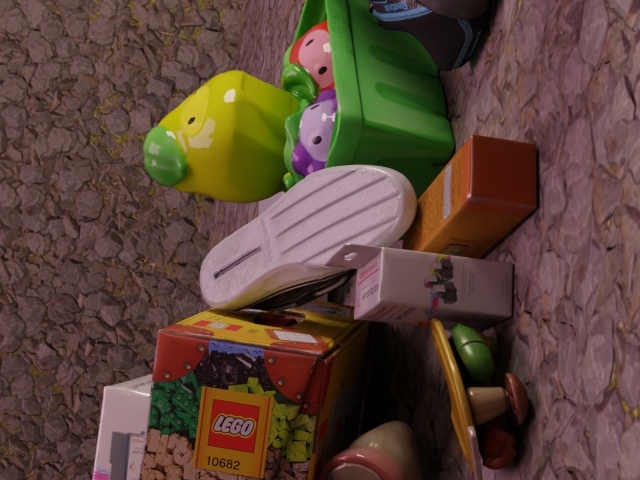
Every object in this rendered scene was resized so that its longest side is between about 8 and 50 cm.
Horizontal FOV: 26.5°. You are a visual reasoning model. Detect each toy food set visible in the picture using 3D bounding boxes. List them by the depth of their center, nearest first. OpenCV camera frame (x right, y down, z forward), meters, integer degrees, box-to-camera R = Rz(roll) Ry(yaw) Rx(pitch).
[{"bbox_3d":[0.167,0.159,1.360,0.218,0.071,0.128,-104,0,-56],"label":"toy food set"}]

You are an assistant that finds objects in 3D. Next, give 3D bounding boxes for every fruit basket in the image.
[{"bbox_3d":[-0.041,-0.165,1.787,0.392,0.392,0.283,-96,18,-46],"label":"fruit basket"}]

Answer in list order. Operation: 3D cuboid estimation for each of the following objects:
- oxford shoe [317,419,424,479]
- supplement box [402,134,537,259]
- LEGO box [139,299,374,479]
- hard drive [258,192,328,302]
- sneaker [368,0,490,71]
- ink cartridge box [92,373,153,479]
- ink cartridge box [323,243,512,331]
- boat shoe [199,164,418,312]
[{"bbox_3d":[0.074,0.399,1.583,0.146,0.140,0.397,-36,-44,-57],"label":"oxford shoe"},{"bbox_3d":[0.157,-0.032,1.472,0.233,0.078,0.080,125,150,-64],"label":"supplement box"},{"bbox_3d":[-0.074,0.277,1.721,0.500,0.193,0.372,-14,-68,-81],"label":"LEGO box"},{"bbox_3d":[-0.045,0.023,2.175,0.203,0.040,0.307,55,154,39],"label":"hard drive"},{"bbox_3d":[0.070,-0.333,1.672,0.341,0.125,0.139,44,146,35],"label":"sneaker"},{"bbox_3d":[-0.221,0.297,1.832,0.207,0.119,0.353,9,-91,-80],"label":"ink cartridge box"},{"bbox_3d":[0.100,0.052,1.435,0.104,0.181,0.061,133,142,-71],"label":"ink cartridge box"},{"bbox_3d":[0.000,0.000,1.624,0.335,0.119,0.121,-23,67,40],"label":"boat shoe"}]
